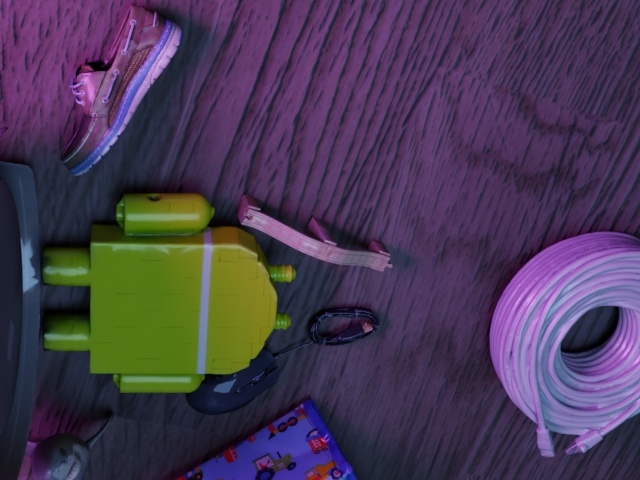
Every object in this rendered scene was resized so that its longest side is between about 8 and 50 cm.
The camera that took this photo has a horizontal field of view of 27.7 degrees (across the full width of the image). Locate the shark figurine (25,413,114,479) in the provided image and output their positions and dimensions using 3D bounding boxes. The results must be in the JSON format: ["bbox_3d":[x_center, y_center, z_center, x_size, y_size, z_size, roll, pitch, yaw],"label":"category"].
[{"bbox_3d":[-0.328,0.278,1.472,0.116,0.166,0.278,26,127,-1],"label":"shark figurine"}]

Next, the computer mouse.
[{"bbox_3d":[-0.041,0.141,1.501,0.242,0.041,0.071,-25,120,-4],"label":"computer mouse"}]

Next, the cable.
[{"bbox_3d":[0.332,0.113,1.573,0.257,0.089,0.257,-28,120,-2],"label":"cable"}]

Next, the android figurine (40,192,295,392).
[{"bbox_3d":[-0.163,0.063,1.404,0.273,0.056,0.248,-1,119,-9],"label":"android figurine"}]

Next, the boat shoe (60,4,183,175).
[{"bbox_3d":[-0.213,-0.152,1.289,0.066,0.066,0.183,32,94,-23],"label":"boat shoe"}]

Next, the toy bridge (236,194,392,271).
[{"bbox_3d":[0.000,0.000,1.427,0.188,0.063,0.026,19,110,-24],"label":"toy bridge"}]

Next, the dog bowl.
[{"bbox_3d":[-0.337,0.065,1.211,0.102,0.349,0.348,2,117,-3],"label":"dog bowl"}]

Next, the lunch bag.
[{"bbox_3d":[-0.031,0.374,1.587,0.221,0.138,0.293,-30,130,-3],"label":"lunch bag"}]
